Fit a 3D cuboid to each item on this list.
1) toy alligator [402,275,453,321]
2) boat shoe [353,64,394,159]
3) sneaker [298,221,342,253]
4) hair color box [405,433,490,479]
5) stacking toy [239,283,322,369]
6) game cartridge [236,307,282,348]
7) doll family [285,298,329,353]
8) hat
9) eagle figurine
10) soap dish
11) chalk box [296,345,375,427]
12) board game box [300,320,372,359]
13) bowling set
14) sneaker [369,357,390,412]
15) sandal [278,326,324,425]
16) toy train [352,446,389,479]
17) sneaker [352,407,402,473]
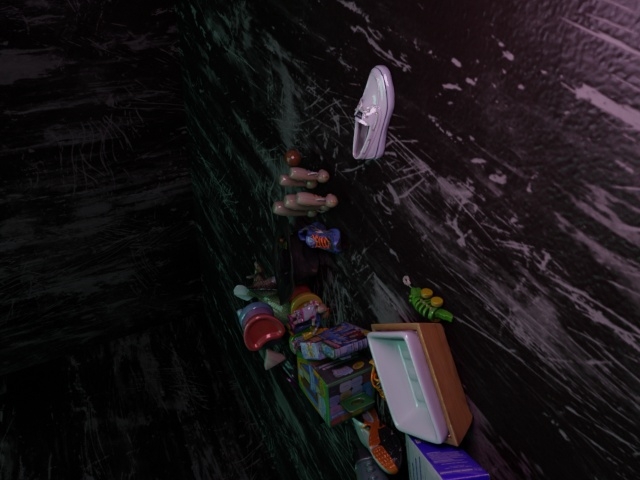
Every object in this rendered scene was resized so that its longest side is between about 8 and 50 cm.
[{"bbox_3d":[0.240,0.145,1.197,0.190,0.051,0.056,43,141,49],"label":"toy alligator"},{"bbox_3d":[0.118,-0.291,1.165,0.083,0.076,0.226,42,141,49],"label":"boat shoe"},{"bbox_3d":[0.000,0.000,1.584,0.221,0.087,0.083,22,124,61],"label":"sneaker"},{"bbox_3d":[0.287,0.571,1.132,0.339,0.110,0.185,127,138,-83],"label":"hair color box"},{"bbox_3d":[-0.143,0.314,1.873,0.130,0.309,0.279,-127,20,-54],"label":"stacking toy"},{"bbox_3d":[-0.253,0.376,2.180,0.196,0.060,0.294,65,-161,9],"label":"game cartridge"},{"bbox_3d":[-0.033,0.307,1.756,0.118,0.163,0.262,32,138,57],"label":"doll family"},{"bbox_3d":[-0.082,0.070,1.747,0.331,0.134,0.331,-178,90,-73],"label":"hat"},{"bbox_3d":[-0.207,0.213,2.048,0.298,0.227,0.225,51,127,51],"label":"eagle figurine"},{"bbox_3d":[0.243,0.337,1.230,0.229,0.118,0.290,-25,82,66],"label":"soap dish"},{"bbox_3d":[0.064,0.466,1.619,0.289,0.180,0.179,40,139,53],"label":"chalk box"},{"bbox_3d":[0.047,0.326,1.550,0.194,0.194,0.060,8,111,65],"label":"board game box"},{"bbox_3d":[-0.035,-0.178,1.529,0.287,0.154,0.199,178,96,-67],"label":"bowling set"},{"bbox_3d":[0.187,0.410,1.439,0.084,0.083,0.214,19,123,60],"label":"sneaker"},{"bbox_3d":[-0.101,0.579,2.127,0.445,0.107,0.167,68,158,13],"label":"sandal"},{"bbox_3d":[0.172,0.794,1.556,0.334,0.142,0.190,-87,-16,-88],"label":"toy train"},{"bbox_3d":[0.183,0.646,1.598,0.262,0.099,0.121,-126,23,-53],"label":"sneaker"}]
